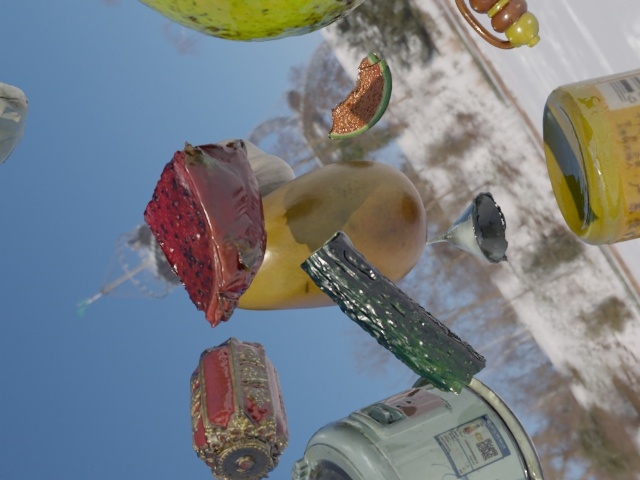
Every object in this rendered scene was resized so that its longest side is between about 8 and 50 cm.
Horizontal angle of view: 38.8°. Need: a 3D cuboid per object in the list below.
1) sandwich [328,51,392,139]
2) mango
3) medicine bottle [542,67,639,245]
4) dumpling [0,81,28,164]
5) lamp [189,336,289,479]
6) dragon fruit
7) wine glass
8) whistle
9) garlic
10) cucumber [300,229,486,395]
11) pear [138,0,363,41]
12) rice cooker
[{"bbox_3d":[0.060,-0.195,1.286,0.067,0.135,0.029,32,-167,-8],"label":"sandwich"},{"bbox_3d":[0.000,0.000,1.169,0.317,0.211,0.173,-17,-109,-31],"label":"mango"},{"bbox_3d":[0.508,-0.136,1.197,0.224,0.384,0.224,166,90,-89],"label":"medicine bottle"},{"bbox_3d":[-0.549,-0.103,1.149,0.233,0.395,0.315,63,178,10],"label":"dumpling"},{"bbox_3d":[-0.147,0.300,1.620,0.177,0.177,0.274,48,-163,-32],"label":"lamp"},{"bbox_3d":[-0.089,-0.011,0.914,0.120,0.127,0.161,-18,-107,-37],"label":"dragon fruit"},{"bbox_3d":[0.196,-0.001,1.462,0.122,0.183,0.122,25,-123,-47],"label":"wine glass"},{"bbox_3d":[0.113,-0.178,0.665,0.109,0.057,0.046,50,-135,-7],"label":"whistle"},{"bbox_3d":[-0.126,-0.039,1.372,0.152,0.228,0.228,-8,-113,-54],"label":"garlic"},{"bbox_3d":[0.064,0.066,0.812,0.187,0.058,0.058,40,-161,-8],"label":"cucumber"},{"bbox_3d":[-0.092,-0.388,0.879,0.391,0.391,0.391,52,-163,-23],"label":"pear"},{"bbox_3d":[0.137,0.315,1.167,0.316,0.316,0.264,-51,-47,-73],"label":"rice cooker"}]
